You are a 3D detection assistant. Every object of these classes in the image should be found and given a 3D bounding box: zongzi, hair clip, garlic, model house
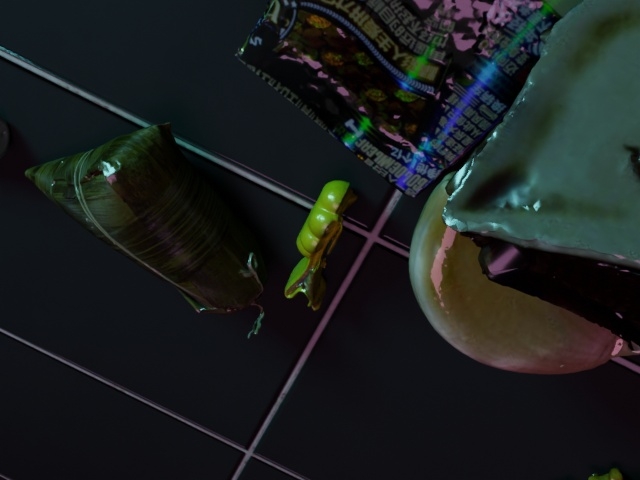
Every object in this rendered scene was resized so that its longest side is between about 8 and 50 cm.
[{"bbox_3d":[-0.190,-0.008,0.793,0.241,0.111,0.247,-2,135,46],"label":"zongzi"},{"bbox_3d":[0.000,0.000,0.735,0.046,0.072,0.173,20,142,2],"label":"hair clip"},{"bbox_3d":[0.186,0.012,0.619,0.217,0.110,0.228,-31,109,2],"label":"garlic"},{"bbox_3d":[0.284,-0.057,0.472,0.297,0.317,0.282,32,-179,27],"label":"model house"}]

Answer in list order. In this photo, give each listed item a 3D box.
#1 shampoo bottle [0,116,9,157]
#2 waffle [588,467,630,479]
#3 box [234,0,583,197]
[{"bbox_3d":[-0.457,-0.132,0.813,0.195,0.056,0.056,11,131,12],"label":"shampoo bottle"},{"bbox_3d":[0.411,0.397,0.890,0.260,0.069,0.293,-29,111,36],"label":"waffle"},{"bbox_3d":[0.099,-0.194,0.519,0.198,0.084,0.310,37,131,-10],"label":"box"}]
